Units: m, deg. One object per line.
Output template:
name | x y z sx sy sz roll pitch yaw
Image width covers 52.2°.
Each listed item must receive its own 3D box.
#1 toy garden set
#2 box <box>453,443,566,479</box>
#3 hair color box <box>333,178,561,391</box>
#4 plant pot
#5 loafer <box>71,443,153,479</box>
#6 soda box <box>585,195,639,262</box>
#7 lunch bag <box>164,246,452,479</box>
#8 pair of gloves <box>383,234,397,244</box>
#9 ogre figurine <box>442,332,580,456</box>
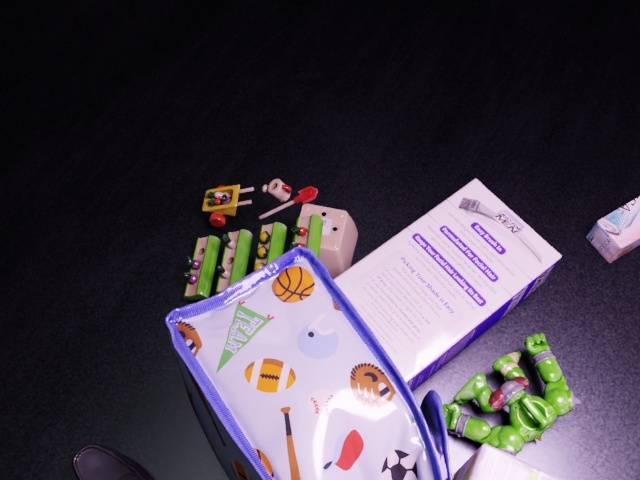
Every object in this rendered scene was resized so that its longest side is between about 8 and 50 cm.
toy garden set | -0.111 -0.018 1.032 0.244 0.049 0.204 -11 57 30
box | 0.213 0.343 0.809 0.103 0.203 0.114 22 65 13
hair color box | 0.172 0.074 0.989 0.338 0.110 0.185 -34 65 -17
plant pot | 0.000 0.000 1.060 0.109 0.096 0.109 11 62 7
loafer | -0.252 0.350 0.880 0.223 0.078 0.076 35 67 18
soda box | 0.542 -0.037 1.097 0.183 0.058 0.063 -28 65 -15
lunch bag | 0.010 0.254 0.793 0.238 0.328 0.385 -29 63 -16
pair of gloves | 0.132 0.085 1.054 0.159 0.023 0.198 40 68 20
ogre figurine | 0.275 0.231 0.933 0.197 0.097 0.118 -23 51 -24
